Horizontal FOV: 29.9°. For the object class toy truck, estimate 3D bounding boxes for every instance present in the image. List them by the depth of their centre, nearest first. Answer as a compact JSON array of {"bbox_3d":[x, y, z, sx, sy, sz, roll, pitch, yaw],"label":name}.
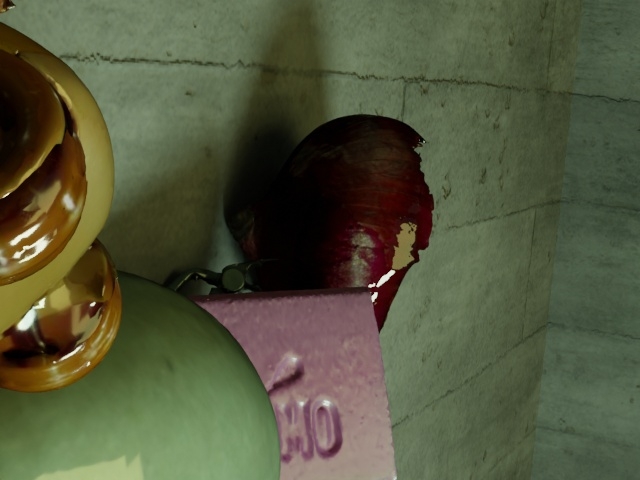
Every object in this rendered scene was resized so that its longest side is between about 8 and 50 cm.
[{"bbox_3d":[-0.230,0.009,0.506,0.288,0.211,0.204,-44,163,-20],"label":"toy truck"}]

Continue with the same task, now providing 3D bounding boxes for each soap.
[{"bbox_3d":[-0.064,0.135,0.998,0.259,0.081,0.181,-1,80,-33],"label":"soap"}]

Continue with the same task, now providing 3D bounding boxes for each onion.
[{"bbox_3d":[0.000,0.000,1.218,0.272,0.195,0.272,-167,-90,-82],"label":"onion"}]

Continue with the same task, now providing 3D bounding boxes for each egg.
[{"bbox_3d":[-0.172,0.142,0.732,0.352,0.258,0.258,9,89,-58],"label":"egg"}]

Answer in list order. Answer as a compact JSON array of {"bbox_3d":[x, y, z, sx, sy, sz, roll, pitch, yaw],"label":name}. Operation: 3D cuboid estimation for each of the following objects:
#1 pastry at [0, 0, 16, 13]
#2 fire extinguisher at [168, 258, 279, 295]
[{"bbox_3d":[-0.247,-0.114,0.730,0.087,0.063,0.169,38,59,-57],"label":"pastry"},{"bbox_3d":[-0.116,0.133,1.070,0.093,0.118,0.294,-34,-144,64],"label":"fire extinguisher"}]
